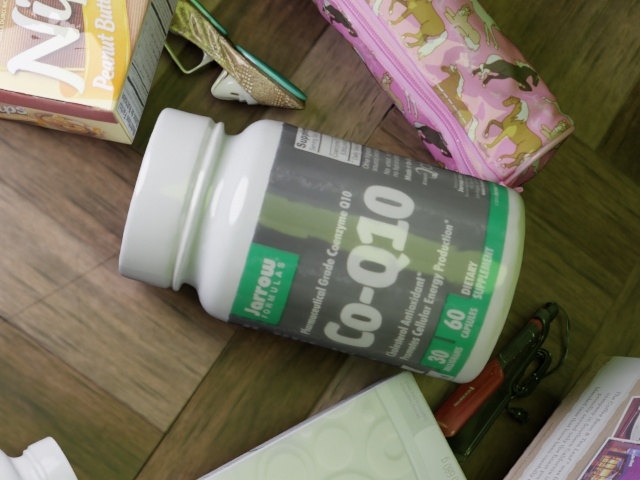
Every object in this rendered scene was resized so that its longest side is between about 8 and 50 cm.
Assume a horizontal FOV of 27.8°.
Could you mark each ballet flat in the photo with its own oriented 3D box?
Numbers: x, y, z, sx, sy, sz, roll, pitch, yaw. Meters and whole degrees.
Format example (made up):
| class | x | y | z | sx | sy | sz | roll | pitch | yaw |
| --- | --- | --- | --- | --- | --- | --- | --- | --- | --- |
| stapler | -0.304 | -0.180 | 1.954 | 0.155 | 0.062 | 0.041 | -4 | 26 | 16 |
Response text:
| class | x | y | z | sx | sy | sz | roll | pitch | yaw |
| --- | --- | --- | --- | --- | --- | --- | --- | --- | --- |
| ballet flat | -0.108 | -0.192 | 1.368 | 0.206 | 0.073 | 0.067 | 41 | 96 | -1 |

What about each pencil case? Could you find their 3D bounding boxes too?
| class | x | y | z | sx | sy | sz | roll | pitch | yaw |
| --- | --- | --- | --- | --- | --- | --- | --- | --- | --- |
| pencil case | 0.107 | -0.211 | 1.380 | 0.167 | 0.160 | 0.386 | -39 | 91 | -13 |

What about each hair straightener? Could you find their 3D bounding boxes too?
| class | x | y | z | sx | sy | sz | roll | pitch | yaw |
| --- | --- | --- | --- | --- | --- | --- | --- | --- | --- |
| hair straightener | 0.201 | 0.152 | 1.387 | 0.230 | 0.047 | 0.089 | -47 | 130 | -30 |

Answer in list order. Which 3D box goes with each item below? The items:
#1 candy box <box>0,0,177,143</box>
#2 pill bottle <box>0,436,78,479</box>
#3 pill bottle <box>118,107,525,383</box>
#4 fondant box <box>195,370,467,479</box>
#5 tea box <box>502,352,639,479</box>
| class | x | y | z | sx | sy | sz | roll | pitch | yaw |
| --- | --- | --- | --- | --- | --- | --- | --- | --- | --- |
| candy box | -0.238 | -0.269 | 1.297 | 0.183 | 0.087 | 0.316 | 12 | 73 | 10 |
| pill bottle | -0.338 | 0.274 | 1.138 | 0.264 | 0.146 | 0.146 | -25 | 86 | -21 |
| pill bottle | 0.000 | 0.000 | 1.263 | 0.361 | 0.204 | 0.204 | 15 | 73 | -3 |
| fondant box | -0.006 | 0.308 | 1.258 | 0.330 | 0.096 | 0.238 | -26 | 86 | -20 |
| tea box | 0.331 | 0.334 | 1.227 | 0.329 | 0.220 | 0.323 | -46 | 115 | -26 |
